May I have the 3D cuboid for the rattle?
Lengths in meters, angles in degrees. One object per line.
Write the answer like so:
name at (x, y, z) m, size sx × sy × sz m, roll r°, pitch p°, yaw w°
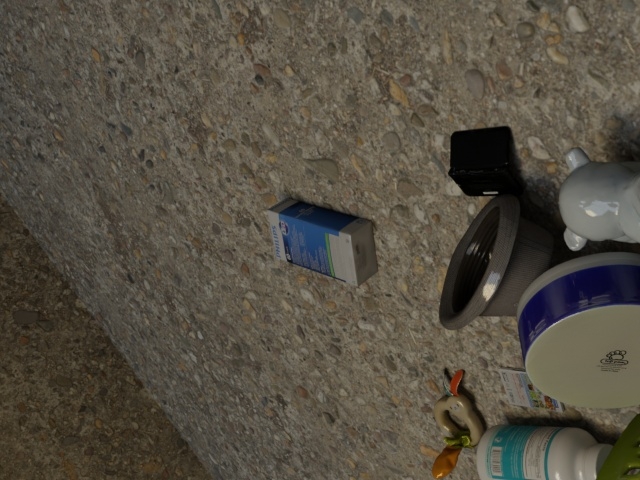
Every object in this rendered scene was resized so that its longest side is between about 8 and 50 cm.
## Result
rattle at (0.272, 0.396, 1.591) m, size 0.130 × 0.143 × 0.199 m, roll 42°, pitch 151°, yaw 48°

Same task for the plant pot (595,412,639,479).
plant pot at (0.611, 0.394, 1.141) m, size 0.228 × 0.227 × 0.207 m, roll 53°, pitch 137°, yaw 4°

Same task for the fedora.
fedora at (0.316, 0.052, 1.254) m, size 0.124 × 0.243 × 0.275 m, roll 20°, pitch 145°, yaw -2°

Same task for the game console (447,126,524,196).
game console at (0.292, -0.135, 1.271) m, size 0.122 × 0.071 × 0.107 m, roll 2°, pitch 148°, yaw 48°

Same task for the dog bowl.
dog bowl at (0.444, 0.145, 1.121) m, size 0.265 × 0.104 × 0.265 m, roll 3°, pitch 134°, yaw 4°

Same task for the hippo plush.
hippo plush at (0.445, -0.020, 0.987) m, size 0.236 × 0.294 × 0.234 m, roll 0°, pitch 95°, yaw 57°

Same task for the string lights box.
string lights box at (0.000, 0.000, 1.643) m, size 0.260 × 0.077 × 0.133 m, roll 18°, pitch 129°, yaw 40°

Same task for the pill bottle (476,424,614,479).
pill bottle at (0.446, 0.437, 1.414) m, size 0.264 × 0.146 × 0.146 m, roll -15°, pitch 105°, yaw 52°

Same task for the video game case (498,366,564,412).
video game case at (0.421, 0.297, 1.450) m, size 0.122 × 0.011 × 0.087 m, roll -2°, pitch 114°, yaw 49°
